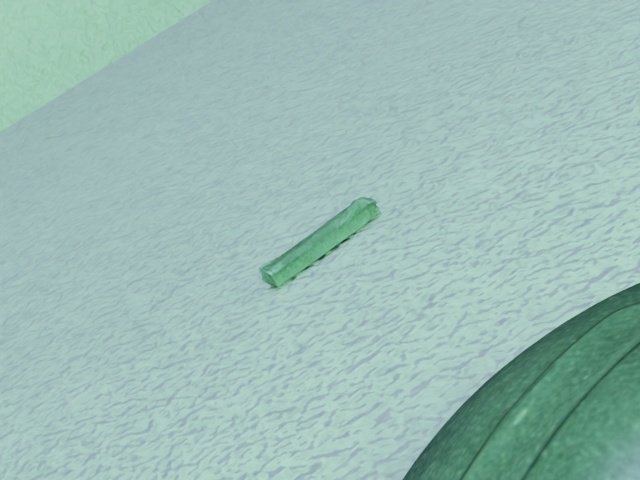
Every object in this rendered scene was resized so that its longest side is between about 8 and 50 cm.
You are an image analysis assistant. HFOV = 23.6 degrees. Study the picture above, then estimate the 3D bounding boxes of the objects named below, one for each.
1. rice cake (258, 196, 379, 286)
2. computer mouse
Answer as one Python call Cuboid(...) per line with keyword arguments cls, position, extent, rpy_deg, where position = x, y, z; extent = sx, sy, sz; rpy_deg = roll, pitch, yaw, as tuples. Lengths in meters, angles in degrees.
Cuboid(cls="rice cake", position=(0.000, 0.000, 1.302), extent=(0.121, 0.021, 0.022), rpy_deg=(-35, 31, -22))
Cuboid(cls="computer mouse", position=(0.137, 0.107, 0.710), extent=(0.374, 0.114, 0.203), rpy_deg=(-38, 22, -24))
